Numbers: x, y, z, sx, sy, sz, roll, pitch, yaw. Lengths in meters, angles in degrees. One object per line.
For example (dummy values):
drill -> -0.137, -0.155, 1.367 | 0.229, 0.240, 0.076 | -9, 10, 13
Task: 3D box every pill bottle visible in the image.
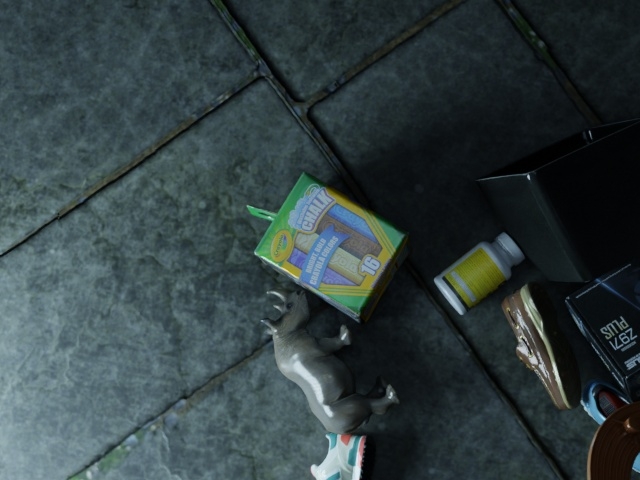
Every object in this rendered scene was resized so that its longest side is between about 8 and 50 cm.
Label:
pill bottle -> 0.217, 0.042, 1.949 | 0.116, 0.065, 0.065 | -38, 79, 0

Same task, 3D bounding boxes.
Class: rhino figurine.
rhino figurine -> -0.002, 0.157, 1.950 | 0.106, 0.073, 0.243 | -37, 70, -5

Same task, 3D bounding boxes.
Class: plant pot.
plant pot -> 0.343, -0.045, 1.883 | 0.188, 0.187, 0.167 | -24, 95, -14

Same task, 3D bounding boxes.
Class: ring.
ring -> 0.481, 0.333, 1.780 | 0.337, 0.032, 0.336 | 16, 46, -17

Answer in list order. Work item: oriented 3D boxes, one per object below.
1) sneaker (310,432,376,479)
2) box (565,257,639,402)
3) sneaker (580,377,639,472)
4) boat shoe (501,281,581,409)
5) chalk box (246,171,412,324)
sneaker -> 0.022, 0.334, 1.935 | 0.075, 0.057, 0.161 | 10, 83, 24
box -> 0.437, 0.098, 1.883 | 0.180, 0.077, 0.147 | -31, 53, 1
sneaker -> 0.404, 0.249, 1.892 | 0.063, 0.073, 0.162 | -45, 80, -2
boat shoe -> 0.296, 0.146, 1.932 | 0.060, 0.064, 0.178 | -28, 76, 32
chalk box -> 0.000, 0.000, 1.945 | 0.213, 0.132, 0.132 | 32, 86, 9
